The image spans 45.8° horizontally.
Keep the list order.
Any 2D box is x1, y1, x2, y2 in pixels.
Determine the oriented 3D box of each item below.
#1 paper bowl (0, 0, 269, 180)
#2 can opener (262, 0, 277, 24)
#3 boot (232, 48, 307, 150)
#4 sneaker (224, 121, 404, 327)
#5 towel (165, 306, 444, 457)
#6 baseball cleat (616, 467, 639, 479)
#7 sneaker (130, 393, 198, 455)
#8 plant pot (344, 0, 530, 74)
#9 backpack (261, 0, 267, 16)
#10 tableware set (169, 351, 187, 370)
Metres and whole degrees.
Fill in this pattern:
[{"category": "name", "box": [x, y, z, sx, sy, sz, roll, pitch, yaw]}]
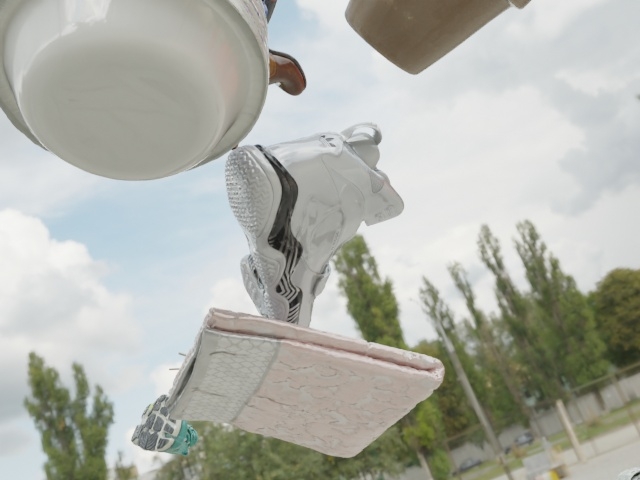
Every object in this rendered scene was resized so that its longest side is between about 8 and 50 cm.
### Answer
[{"category": "paper bowl", "box": [-0.194, -0.173, 0.774, 0.285, 0.148, 0.284, -2, -38, -2]}, {"category": "can opener", "box": [-0.086, -0.430, 1.298, 0.073, 0.059, 0.186, -8, -28, -23]}, {"category": "boot", "box": [-0.152, -0.333, 1.759, 0.096, 0.280, 0.264, 0, -27, 33]}, {"category": "sneaker", "box": [0.000, 0.000, 1.040, 0.210, 0.137, 0.365, -22, -42, -16]}, {"category": "towel", "box": [-0.038, 0.212, 1.049, 0.317, 0.053, 0.331, 15, -34, -12]}, {"category": "baseball cleat", "box": [0.426, 0.324, 0.948, 0.110, 0.072, 0.206, -9, -16, 22]}, {"category": "sneaker", "box": [-0.282, 0.359, 1.444, 0.110, 0.107, 0.275, 26, -18, -12]}, {"category": "plant pot", "box": [0.163, -0.376, 1.126, 0.229, 0.263, 0.263, -49, -29, 20]}, {"category": "backpack", "box": [-0.124, -0.291, 1.042, 0.084, 0.105, 0.114, 28, -78, -41]}, {"category": "tableware set", "box": [-0.238, 0.257, 1.665, 0.128, 0.039, 0.194, -1, -9, -35]}]
